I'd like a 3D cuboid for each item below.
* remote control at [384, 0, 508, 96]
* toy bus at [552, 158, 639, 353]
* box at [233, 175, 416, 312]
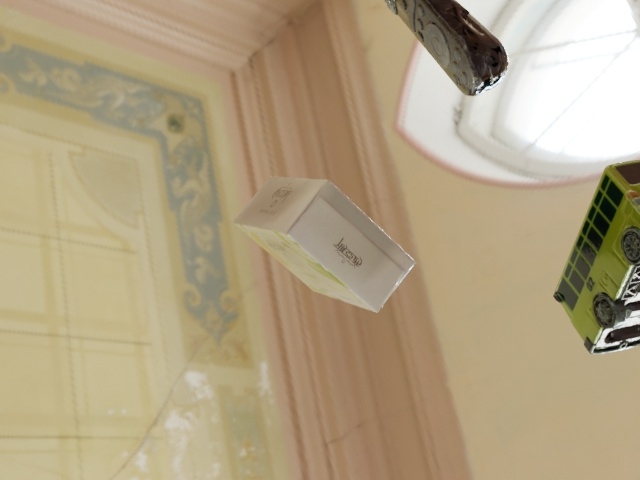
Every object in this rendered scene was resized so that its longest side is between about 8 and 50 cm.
[{"bbox_3d":[0.142,-0.282,1.231,0.066,0.090,0.265,-23,-123,-17],"label":"remote control"},{"bbox_3d":[0.432,0.023,1.394,0.128,0.262,0.150,-9,-135,-21],"label":"toy bus"},{"bbox_3d":[0.000,0.000,1.559,0.194,0.260,0.111,42,-99,-19],"label":"box"}]
